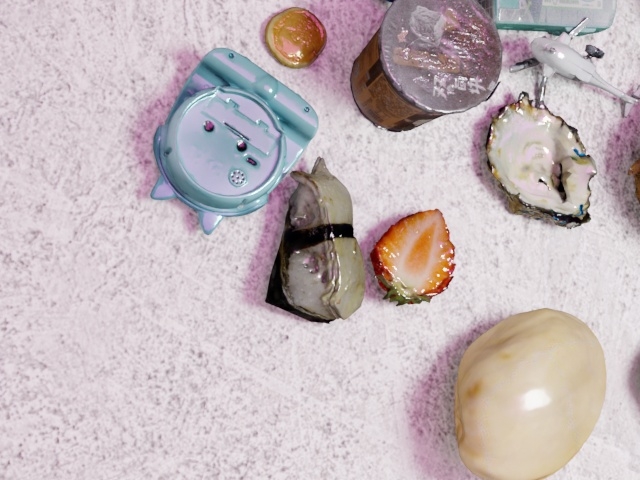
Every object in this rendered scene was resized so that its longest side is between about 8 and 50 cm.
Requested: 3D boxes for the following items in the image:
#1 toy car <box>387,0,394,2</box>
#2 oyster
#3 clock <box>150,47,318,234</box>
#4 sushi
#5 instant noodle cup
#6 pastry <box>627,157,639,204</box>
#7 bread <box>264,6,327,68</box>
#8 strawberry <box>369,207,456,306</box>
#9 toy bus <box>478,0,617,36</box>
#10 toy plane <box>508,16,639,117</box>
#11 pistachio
[{"bbox_3d":[0.183,-0.470,1.781,0.216,0.063,0.103,-7,84,-13],"label":"toy car"},{"bbox_3d":[0.402,-0.133,1.793,0.259,0.092,0.198,40,72,1],"label":"oyster"},{"bbox_3d":[-0.150,-0.150,1.612,0.223,0.094,0.274,33,73,-10],"label":"clock"},{"bbox_3d":[0.015,-0.006,1.614,0.134,0.109,0.273,18,78,-40],"label":"sushi"},{"bbox_3d":[0.163,-0.288,1.672,0.217,0.207,0.218,3,81,-18],"label":"instant noodle cup"},{"bbox_3d":[0.741,-0.109,1.790,0.337,0.292,0.405,-26,99,-8],"label":"pastry"},{"bbox_3d":[-0.042,-0.347,1.711,0.110,0.024,0.110,3,81,-17],"label":"bread"},{"bbox_3d":[0.153,0.026,1.693,0.146,0.082,0.187,35,67,-16],"label":"strawberry"},{"bbox_3d":[0.417,-0.434,1.840,0.261,0.091,0.109,-1,93,-17],"label":"toy bus"},{"bbox_3d":[0.480,-0.290,1.814,0.273,0.107,0.182,42,90,-24],"label":"toy plane"},{"bbox_3d":[0.337,0.255,1.649,0.238,0.229,0.321,33,60,16],"label":"pistachio"}]
